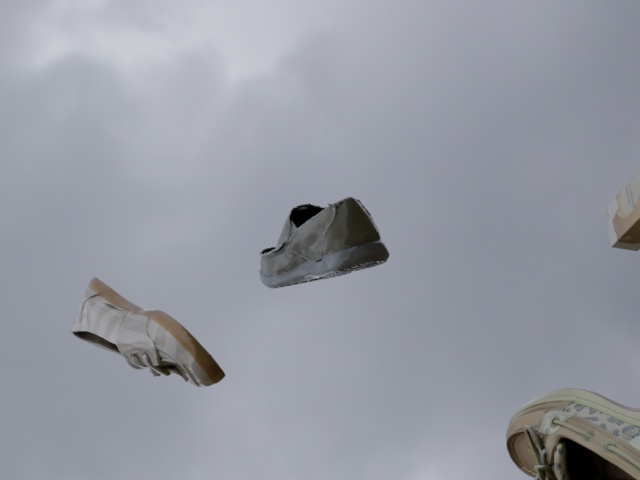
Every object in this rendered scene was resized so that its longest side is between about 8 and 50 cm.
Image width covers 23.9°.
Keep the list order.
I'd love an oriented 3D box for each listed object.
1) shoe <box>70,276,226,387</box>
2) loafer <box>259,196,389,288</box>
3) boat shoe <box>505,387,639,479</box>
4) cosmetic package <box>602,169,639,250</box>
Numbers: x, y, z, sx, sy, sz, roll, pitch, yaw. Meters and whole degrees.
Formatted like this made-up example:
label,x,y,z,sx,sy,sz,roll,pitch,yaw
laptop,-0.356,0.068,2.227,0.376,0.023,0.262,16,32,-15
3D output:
label,x,y,z,sx,sy,sz,roll,pitch,yaw
shoe,-0.161,0.095,1.379,0.058,0.219,0.076,-50,-53,-13
loafer,0.000,0.000,1.718,0.094,0.251,0.087,-10,-93,-28
boat shoe,0.258,0.204,1.393,0.089,0.285,0.104,-40,-73,-27
cosmetic package,0.389,-0.042,1.815,0.041,0.060,0.115,8,-36,-21
